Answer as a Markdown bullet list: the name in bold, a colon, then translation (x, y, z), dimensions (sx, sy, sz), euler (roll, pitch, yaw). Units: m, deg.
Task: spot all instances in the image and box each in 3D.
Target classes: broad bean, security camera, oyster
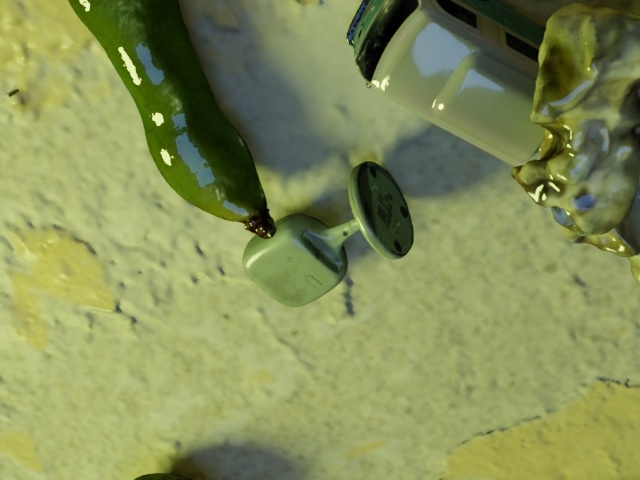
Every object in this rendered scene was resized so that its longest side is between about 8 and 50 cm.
- **broad bean**: translation (-0.088, -0.105, 0.562), dimensions (0.052, 0.052, 0.256), euler (-36, 121, -19)
- **security camera**: translation (0.000, 0.000, 0.628), dimensions (0.092, 0.058, 0.058), euler (-24, 118, 30)
- **oyster**: translation (0.236, -0.054, 0.542), dimensions (0.354, 0.107, 0.201), euler (17, 123, -35)

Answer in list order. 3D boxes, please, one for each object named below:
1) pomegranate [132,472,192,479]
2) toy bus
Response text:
- **pomegranate**: translation (-0.101, 0.184, 0.736), dimensions (0.073, 0.073, 0.084), euler (29, 155, -14)
- **toy bus**: translation (0.076, -0.080, 0.552), dimensions (0.123, 0.075, 0.060), euler (26, 119, -13)
